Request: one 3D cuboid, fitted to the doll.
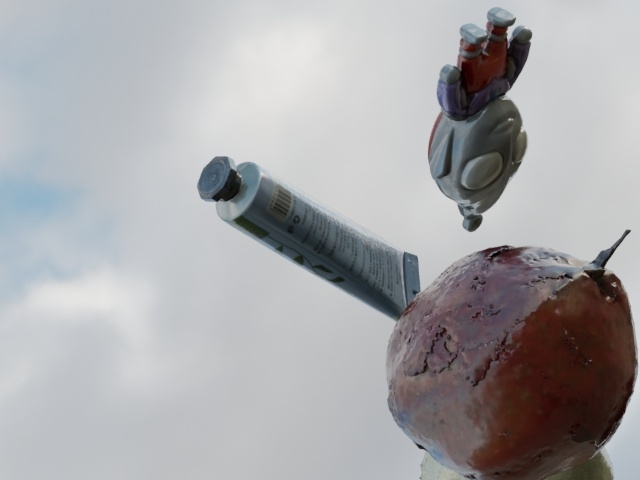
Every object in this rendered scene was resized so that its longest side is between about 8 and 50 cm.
[{"bbox_3d":[0.129,-0.091,1.549,0.102,0.075,0.227,-29,-40,-29],"label":"doll"}]

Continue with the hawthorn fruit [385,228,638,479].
[{"bbox_3d":[0.151,0.074,1.379,0.181,0.181,0.235,-21,-28,-48],"label":"hawthorn fruit"}]

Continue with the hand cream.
[{"bbox_3d":[0.000,0.000,1.717,0.058,0.091,0.271,-32,-44,32],"label":"hand cream"}]

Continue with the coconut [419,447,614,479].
[{"bbox_3d":[0.175,0.202,1.633,0.162,0.161,0.161,-38,-13,37],"label":"coconut"}]
